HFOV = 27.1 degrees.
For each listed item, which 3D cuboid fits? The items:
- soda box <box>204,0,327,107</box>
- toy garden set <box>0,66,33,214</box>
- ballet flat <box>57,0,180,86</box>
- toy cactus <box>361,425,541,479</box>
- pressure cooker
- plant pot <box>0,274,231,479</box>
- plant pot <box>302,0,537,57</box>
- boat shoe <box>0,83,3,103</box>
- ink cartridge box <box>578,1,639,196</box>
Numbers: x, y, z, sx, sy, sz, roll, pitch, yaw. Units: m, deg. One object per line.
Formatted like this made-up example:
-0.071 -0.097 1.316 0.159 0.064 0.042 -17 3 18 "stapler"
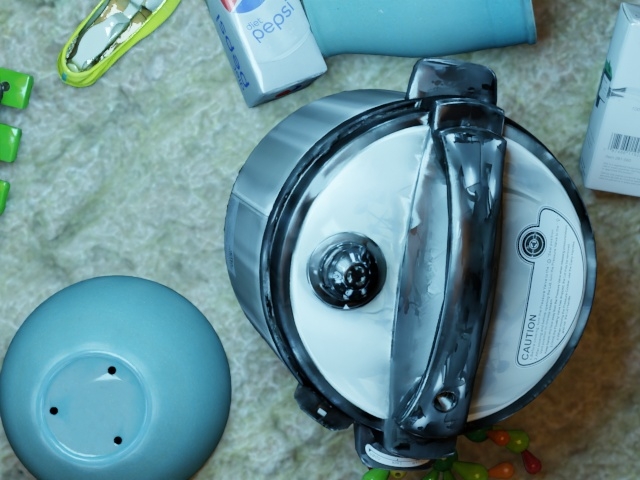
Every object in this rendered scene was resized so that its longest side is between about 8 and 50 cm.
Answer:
-0.094 -0.316 1.634 0.091 0.098 0.286 -22 91 -15 "soda box"
-0.477 -0.111 1.660 0.204 0.049 0.244 15 95 6 "toy garden set"
-0.242 -0.282 1.650 0.077 0.077 0.231 42 89 -2 "ballet flat"
0.150 0.247 1.655 0.219 0.112 0.180 -16 71 1 "toy cactus"
0.093 0.025 1.455 0.375 0.420 0.370 -37 104 -5 "pressure cooker"
-0.257 0.189 1.588 0.290 0.195 0.290 0 90 -1 "plant pot"
0.102 -0.336 1.577 0.255 0.271 0.272 -13 90 9 "plant pot"
-0.542 -0.202 1.574 0.324 0.120 0.122 19 97 8 "boat shoe"
0.419 -0.164 1.608 0.160 0.092 0.219 10 117 -1 "ink cartridge box"
